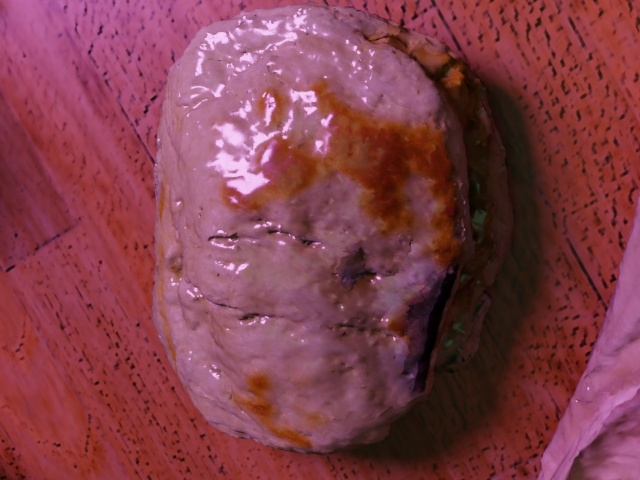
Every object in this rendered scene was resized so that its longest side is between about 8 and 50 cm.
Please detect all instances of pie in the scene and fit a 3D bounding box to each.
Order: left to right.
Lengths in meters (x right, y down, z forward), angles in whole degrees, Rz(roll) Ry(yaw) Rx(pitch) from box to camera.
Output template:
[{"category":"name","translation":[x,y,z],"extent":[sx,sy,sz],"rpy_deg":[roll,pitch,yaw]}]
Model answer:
[{"category":"pie","translation":[0.000,0.000,0.523],"extent":[0.201,0.090,0.247],"rpy_deg":[7,107,9]}]

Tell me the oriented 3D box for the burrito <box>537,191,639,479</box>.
[{"category":"burrito","translation":[0.208,0.060,0.482],"extent":[0.175,0.107,0.347],"rpy_deg":[9,106,-4]}]
